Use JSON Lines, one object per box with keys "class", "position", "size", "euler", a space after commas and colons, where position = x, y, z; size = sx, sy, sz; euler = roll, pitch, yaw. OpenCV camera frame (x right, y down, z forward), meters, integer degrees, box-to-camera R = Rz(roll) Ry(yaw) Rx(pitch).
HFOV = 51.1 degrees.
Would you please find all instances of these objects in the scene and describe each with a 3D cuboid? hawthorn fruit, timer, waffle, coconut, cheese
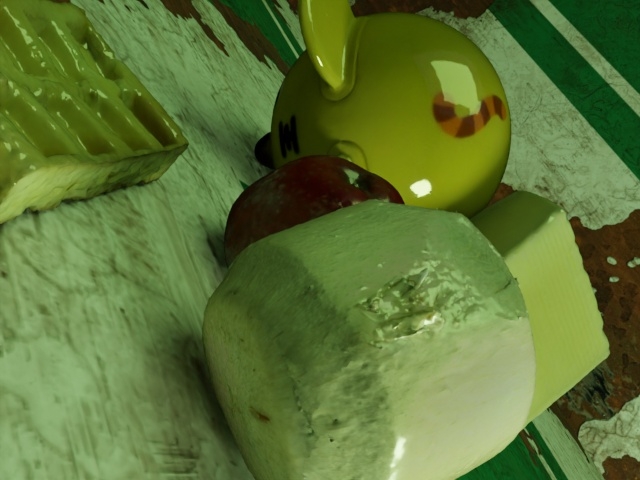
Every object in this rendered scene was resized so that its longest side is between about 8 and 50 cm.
{"class": "hawthorn fruit", "position": [0.000, 0.000, 0.644], "size": [0.173, 0.173, 0.173], "euler": [49, 15, -18]}
{"class": "timer", "position": [0.072, -0.146, 0.910], "size": [0.376, 0.376, 0.387], "euler": [58, 26, 14]}
{"class": "waffle", "position": [-0.203, -0.109, 0.486], "size": [0.168, 0.057, 0.274], "euler": [53, 15, -2]}
{"class": "coconut", "position": [0.043, 0.071, 0.476], "size": [0.224, 0.234, 0.224], "euler": [49, -30, 40]}
{"class": "cheese", "position": [0.235, 0.106, 0.877], "size": [0.124, 0.242, 0.265], "euler": [31, -25, 57]}
